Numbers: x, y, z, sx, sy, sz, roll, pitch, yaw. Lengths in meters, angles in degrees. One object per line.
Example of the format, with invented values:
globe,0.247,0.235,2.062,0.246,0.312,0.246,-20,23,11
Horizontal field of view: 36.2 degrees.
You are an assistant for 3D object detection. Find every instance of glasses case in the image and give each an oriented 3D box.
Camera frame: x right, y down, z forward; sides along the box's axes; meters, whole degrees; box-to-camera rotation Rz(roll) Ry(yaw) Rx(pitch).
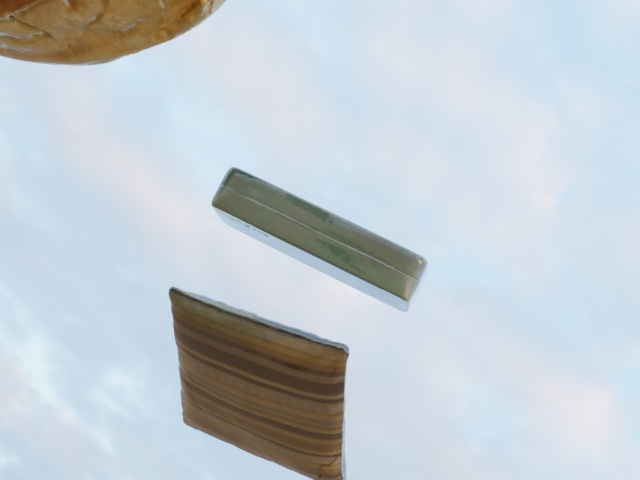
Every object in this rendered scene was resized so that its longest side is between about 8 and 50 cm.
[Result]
glasses case,0.000,0.000,0.824,0.184,0.039,0.078,26,-9,9

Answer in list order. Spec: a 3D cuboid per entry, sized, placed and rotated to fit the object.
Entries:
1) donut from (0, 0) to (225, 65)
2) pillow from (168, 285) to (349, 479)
donut,-0.191,-0.291,0.701,0.330,0.330,0.160,30,2,16
pillow,-0.064,0.156,1.029,0.208,0.052,0.212,18,-48,22
